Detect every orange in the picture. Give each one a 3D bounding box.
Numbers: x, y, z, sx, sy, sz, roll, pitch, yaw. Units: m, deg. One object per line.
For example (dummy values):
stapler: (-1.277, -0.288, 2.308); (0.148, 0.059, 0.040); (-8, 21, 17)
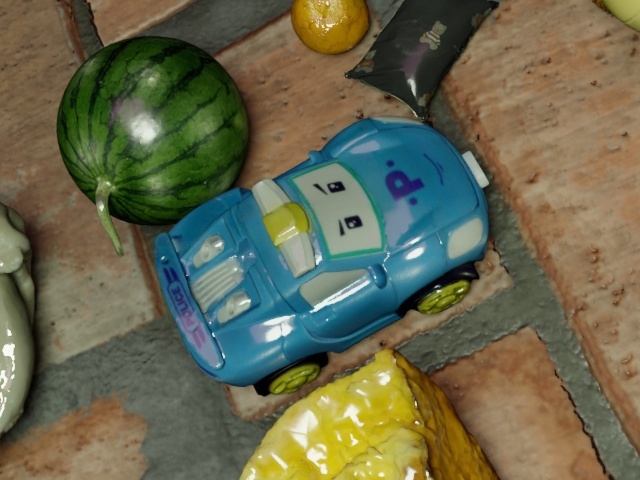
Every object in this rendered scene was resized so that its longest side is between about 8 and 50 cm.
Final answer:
orange: (0.010, -0.231, 1.037); (0.083, 0.070, 0.083); (-2, 80, 11)

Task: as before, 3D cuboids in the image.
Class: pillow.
pillow: (0.103, -0.200, 1.002); (0.090, 0.048, 0.150); (31, 82, 29)

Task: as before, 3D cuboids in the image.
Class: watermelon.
watermelon: (-0.169, -0.101, 0.984); (0.188, 0.188, 0.214); (14, 42, 24)

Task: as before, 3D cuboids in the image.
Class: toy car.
toy car: (0.000, 0.000, 0.911); (0.314, 0.166, 0.198); (-29, 68, 8)

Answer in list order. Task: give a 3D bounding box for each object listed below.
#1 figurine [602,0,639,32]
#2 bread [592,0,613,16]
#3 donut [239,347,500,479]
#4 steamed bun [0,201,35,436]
figurine: (0.341, -0.294, 0.875); (0.222, 0.124, 0.324); (39, 58, 2)
bread: (0.288, -0.250, 0.947); (0.085, 0.053, 0.085); (0, 76, -1)
donut: (0.059, 0.305, 0.652); (0.163, 0.435, 0.377); (-31, 95, 19)
steamed bun: (-0.443, 0.073, 1.029); (0.325, 0.219, 0.309); (3, 87, -4)
